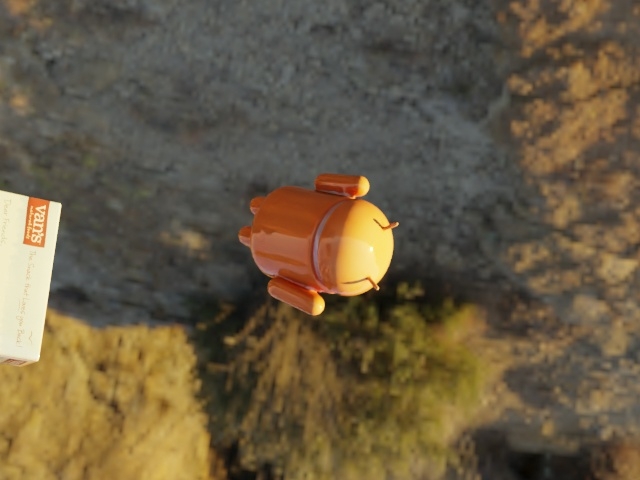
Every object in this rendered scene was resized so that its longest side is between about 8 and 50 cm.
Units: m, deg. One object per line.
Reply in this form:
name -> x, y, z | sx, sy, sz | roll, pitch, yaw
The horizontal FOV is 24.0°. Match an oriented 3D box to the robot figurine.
robot figurine -> 0.000, 0.002, 1.910 | 0.219, 0.158, 0.128 | 13, 129, 39

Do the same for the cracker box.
cracker box -> -0.369, 0.022, 1.399 | 0.232, 0.156, 0.067 | 12, 165, -23
